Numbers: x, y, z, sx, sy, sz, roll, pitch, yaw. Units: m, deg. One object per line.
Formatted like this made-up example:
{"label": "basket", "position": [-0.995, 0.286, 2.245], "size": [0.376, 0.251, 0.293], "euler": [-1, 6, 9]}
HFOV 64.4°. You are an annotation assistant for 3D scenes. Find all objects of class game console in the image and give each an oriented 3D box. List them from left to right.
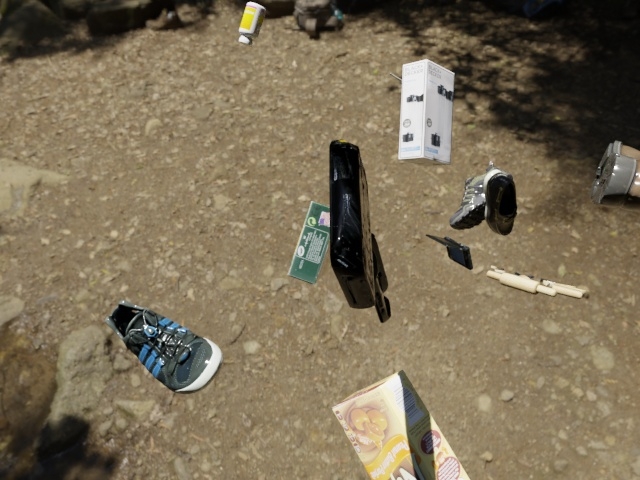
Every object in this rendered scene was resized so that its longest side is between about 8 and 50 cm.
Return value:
{"label": "game console", "position": [0.068, 0.031, 0.788], "size": [0.043, 0.361, 0.213], "euler": [-7, 56, 12]}
{"label": "game console", "position": [0.368, 0.032, 1.455], "size": [0.071, 0.107, 0.122], "euler": [-22, 22, -11]}

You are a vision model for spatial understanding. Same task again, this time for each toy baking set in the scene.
{"label": "toy baking set", "position": [0.483, 0.099, 1.176], "size": [0.196, 0.030, 0.256], "euler": [8, 7, -44]}

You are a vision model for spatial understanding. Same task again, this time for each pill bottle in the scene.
{"label": "pill bottle", "position": [-0.150, -0.466, 1.100], "size": [0.043, 0.083, 0.043], "euler": [20, 9, -3]}

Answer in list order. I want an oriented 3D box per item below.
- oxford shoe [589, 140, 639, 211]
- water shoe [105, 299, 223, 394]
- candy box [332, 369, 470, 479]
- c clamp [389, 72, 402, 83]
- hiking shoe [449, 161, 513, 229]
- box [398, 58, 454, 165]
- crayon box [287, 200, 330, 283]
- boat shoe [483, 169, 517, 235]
{"label": "oxford shoe", "position": [0.401, -0.073, 0.642], "size": [0.096, 0.083, 0.227], "euler": [17, 24, 19]}
{"label": "water shoe", "position": [-0.204, 0.130, 0.631], "size": [0.203, 0.080, 0.073], "euler": [9, 59, 43]}
{"label": "candy box", "position": [0.175, 0.444, 1.034], "size": [0.087, 0.183, 0.316], "euler": [-20, 73, -40]}
{"label": "c clamp", "position": [0.314, -0.555, 1.809], "size": [0.137, 0.022, 0.161], "euler": [37, 19, 3]}
{"label": "hiking shoe", "position": [0.466, -0.129, 1.527], "size": [0.227, 0.086, 0.114], "euler": [-44, 42, 9]}
{"label": "box", "position": [0.326, -0.382, 1.553], "size": [0.087, 0.290, 0.169], "euler": [2, -1, 44]}
{"label": "crayon box", "position": [0.000, 0.000, 1.424], "size": [0.081, 0.202, 0.318], "euler": [19, 4, 7]}
{"label": "boat shoe", "position": [0.506, -0.090, 1.411], "size": [0.081, 0.228, 0.069], "euler": [-32, 40, -6]}
